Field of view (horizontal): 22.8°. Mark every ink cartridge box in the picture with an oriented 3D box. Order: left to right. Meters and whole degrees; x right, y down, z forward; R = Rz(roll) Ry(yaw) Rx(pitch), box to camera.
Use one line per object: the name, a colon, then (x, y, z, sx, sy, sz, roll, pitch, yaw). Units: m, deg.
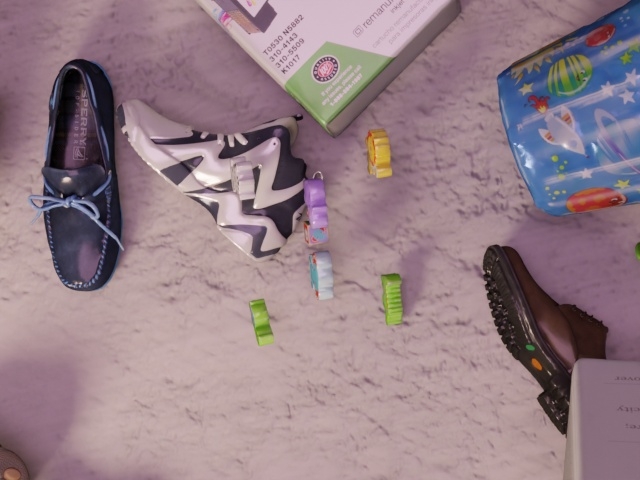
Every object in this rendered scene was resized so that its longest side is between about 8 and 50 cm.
ink cartridge box: (-0.016, -0.282, 1.715, 0.201, 0.117, 0.278, -45, 83, 3)

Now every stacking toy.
stacking toy: (0.000, 0.000, 1.685, 0.167, 0.052, 0.221, -9, 105, -11)

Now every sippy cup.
sippy cup: (0.309, -0.133, 1.628, 0.224, 0.240, 0.305, -18, 76, 16)

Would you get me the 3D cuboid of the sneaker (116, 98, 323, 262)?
sneaker: (-0.097, -0.105, 1.729, 0.235, 0.094, 0.153, 43, 91, 7)

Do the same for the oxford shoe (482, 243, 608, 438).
oxford shoe: (0.251, 0.097, 1.696, 0.096, 0.083, 0.227, -27, 82, -18)

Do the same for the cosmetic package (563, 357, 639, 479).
cosmetic package: (0.384, 0.343, 1.452, 0.329, 0.393, 0.327, 4, 114, 7)

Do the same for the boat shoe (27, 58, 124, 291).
boat shoe: (-0.278, -0.072, 1.750, 0.109, 0.089, 0.258, -7, 87, 6)

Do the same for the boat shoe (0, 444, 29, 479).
boat shoe: (-0.466, 0.341, 1.750, 0.355, 0.132, 0.130, -48, 58, 5)
